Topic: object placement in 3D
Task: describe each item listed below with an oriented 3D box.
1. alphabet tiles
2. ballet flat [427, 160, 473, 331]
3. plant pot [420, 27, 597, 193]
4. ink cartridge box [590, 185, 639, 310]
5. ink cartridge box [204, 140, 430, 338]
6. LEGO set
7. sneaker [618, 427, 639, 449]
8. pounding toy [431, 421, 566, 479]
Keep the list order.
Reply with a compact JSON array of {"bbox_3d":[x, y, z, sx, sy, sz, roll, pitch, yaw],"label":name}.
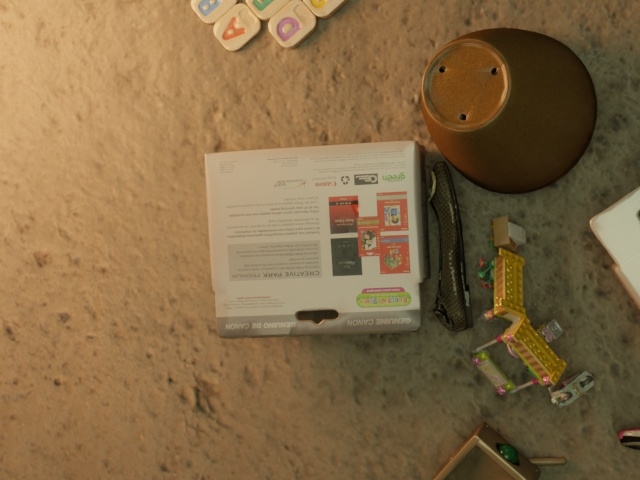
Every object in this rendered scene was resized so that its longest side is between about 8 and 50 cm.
[{"bbox_3d":[-0.086,-0.438,1.743,0.278,0.021,0.284,-40,83,8],"label":"alphabet tiles"},{"bbox_3d":[0.180,0.010,1.664,0.058,0.084,0.250,-7,94,9],"label":"ballet flat"},{"bbox_3d":[0.233,-0.189,1.541,0.237,0.254,0.237,-1,88,23],"label":"plant pot"},{"bbox_3d":[0.545,0.065,1.573,0.207,0.119,0.353,-34,85,9],"label":"ink cartridge box"},{"bbox_3d":[0.000,0.000,1.668,0.309,0.130,0.272,-2,91,11],"label":"ink cartridge box"},{"bbox_3d":[0.270,0.115,1.638,0.107,0.132,0.287,-34,77,46],"label":"LEGO set"},{"bbox_3d":[0.502,0.311,1.607,0.170,0.063,0.075,14,86,5],"label":"sneaker"},{"bbox_3d":[0.256,0.336,1.646,0.130,0.100,0.141,41,107,9],"label":"pounding toy"}]
